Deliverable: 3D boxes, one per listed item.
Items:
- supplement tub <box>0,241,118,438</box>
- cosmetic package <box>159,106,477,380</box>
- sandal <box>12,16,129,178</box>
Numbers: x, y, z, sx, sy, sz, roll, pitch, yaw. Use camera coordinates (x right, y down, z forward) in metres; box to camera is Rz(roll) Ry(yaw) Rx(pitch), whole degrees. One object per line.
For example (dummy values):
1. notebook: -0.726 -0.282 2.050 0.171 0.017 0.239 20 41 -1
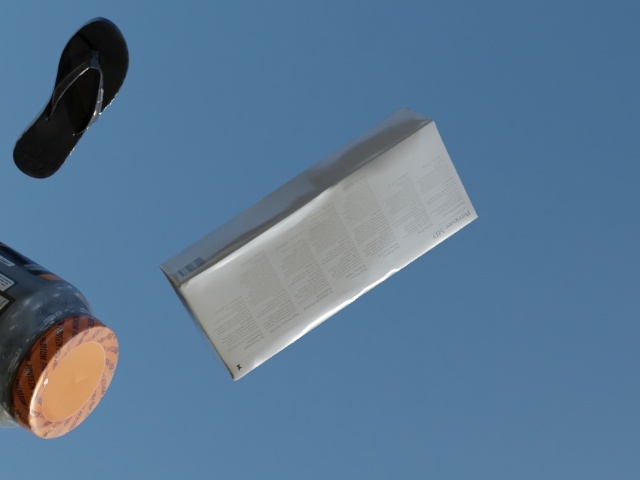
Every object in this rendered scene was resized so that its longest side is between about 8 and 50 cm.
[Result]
1. supplement tub: -0.412 0.100 1.679 0.316 0.193 0.194 29 -60 24
2. cosmetic package: 0.000 0.000 1.097 0.099 0.239 0.060 62 -13 -24
3. sandal: -0.347 -0.194 1.962 0.254 0.097 0.054 -60 -158 13
